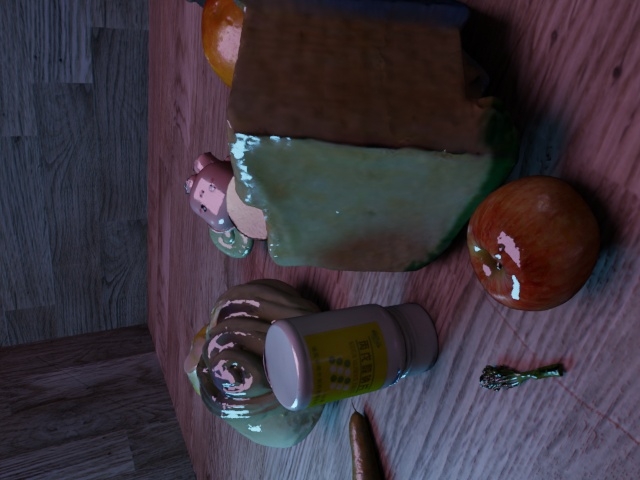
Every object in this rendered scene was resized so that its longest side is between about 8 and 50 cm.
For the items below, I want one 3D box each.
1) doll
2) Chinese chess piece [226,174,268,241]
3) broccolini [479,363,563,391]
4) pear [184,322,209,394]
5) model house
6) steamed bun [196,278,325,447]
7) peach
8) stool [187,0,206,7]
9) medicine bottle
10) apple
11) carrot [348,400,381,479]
[{"bbox_3d":[-0.229,-0.117,1.574,0.268,0.216,0.284,40,115,26],"label":"doll"},{"bbox_3d":[-0.136,-0.092,1.393,0.188,0.083,0.189,8,104,31],"label":"Chinese chess piece"},{"bbox_3d":[0.266,0.176,0.783,0.140,0.030,0.035,-36,27,56],"label":"broccolini"},{"bbox_3d":[-0.233,0.331,1.617,0.271,0.271,0.271,25,118,60],"label":"pear"},{"bbox_3d":[0.051,-0.176,0.844,0.382,0.334,0.343,98,174,-64],"label":"model house"},{"bbox_3d":[-0.149,0.268,1.316,0.339,0.247,0.352,33,113,40],"label":"steamed bun"},{"bbox_3d":[-0.101,-0.396,1.110,0.238,0.280,0.281,136,124,-71],"label":"peach"},{"bbox_3d":[-0.268,-0.641,1.521,0.139,0.153,0.228,-29,70,62],"label":"stool"},{"bbox_3d":[0.051,0.178,0.951,0.143,0.258,0.144,23,116,59],"label":"medicine bottle"},{"bbox_3d":[0.239,0.001,0.663,0.146,0.130,0.146,56,162,29],"label":"apple"},{"bbox_3d":[0.087,0.466,1.168,0.078,0.078,0.298,147,118,-61],"label":"carrot"}]
